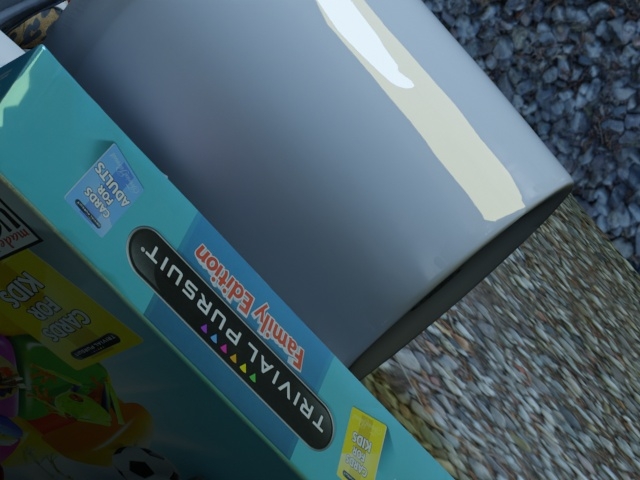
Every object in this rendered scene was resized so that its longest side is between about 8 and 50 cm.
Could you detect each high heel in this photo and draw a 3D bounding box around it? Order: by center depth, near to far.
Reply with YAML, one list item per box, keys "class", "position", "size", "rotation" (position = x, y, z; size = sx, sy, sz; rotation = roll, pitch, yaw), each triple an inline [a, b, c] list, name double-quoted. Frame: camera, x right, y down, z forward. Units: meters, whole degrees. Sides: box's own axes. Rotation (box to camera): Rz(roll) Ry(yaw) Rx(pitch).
- class: "high heel"
  position: [-0.312, -0.195, 1.605]
  size: [0.093, 0.186, 0.261]
  rotation: [66, -20, -7]

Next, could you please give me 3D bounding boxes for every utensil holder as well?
- class: "utensil holder"
  position: [-0.012, -0.094, 1.614]
  size: [0.385, 0.327, 0.327]
  rotation: [50, 17, 8]

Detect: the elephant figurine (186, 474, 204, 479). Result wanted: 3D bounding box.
- class: "elephant figurine"
  position: [-0.092, 0.256, 0.808]
  size: [0.169, 0.186, 0.239]
  rotation: [-7, 30, -25]

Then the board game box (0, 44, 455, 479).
- class: "board game box"
  position: [-0.126, 0.080, 0.949]
  size: [0.336, 0.253, 0.079]
  rotation: [47, 45, -24]

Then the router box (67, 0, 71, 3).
- class: "router box"
  position: [-0.370, -0.364, 1.821]
  size: [0.301, 0.082, 0.335]
  rotation: [28, 24, -44]

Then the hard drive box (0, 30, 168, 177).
- class: "hard drive box"
  position: [-0.246, -0.070, 1.398]
  size: [0.232, 0.089, 0.181]
  rotation: [42, 18, -10]
